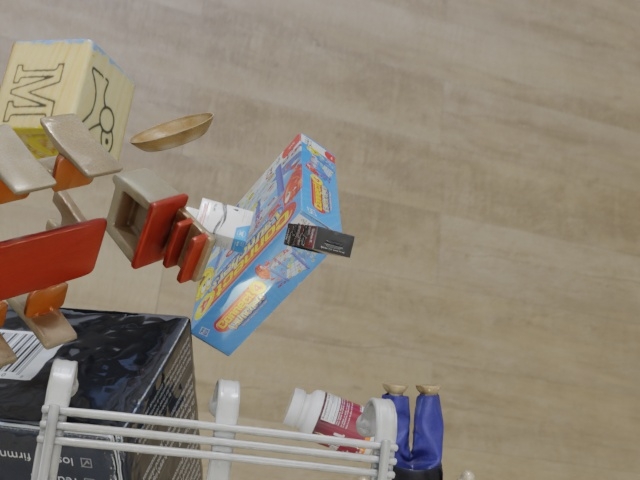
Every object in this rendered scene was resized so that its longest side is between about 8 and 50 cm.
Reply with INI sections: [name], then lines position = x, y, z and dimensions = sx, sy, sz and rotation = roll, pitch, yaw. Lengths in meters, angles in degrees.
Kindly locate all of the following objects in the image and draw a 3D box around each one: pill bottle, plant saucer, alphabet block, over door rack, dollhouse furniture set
[pill bottle]
position = 0.017, 0.302, 1.365
dimensions = 0.152, 0.086, 0.086
rotation = 21, 67, -3
[plant saucer]
position = -0.138, -0.100, 0.766
dimensions = 0.083, 0.083, 0.015
rotation = -25, 111, -24
[alphabet block]
position = -0.516, -0.273, 1.655
dimensions = 0.193, 0.192, 0.197
rotation = 2, 71, 20
[over door rack]
position = -0.082, 0.253, 0.519
dimensions = 0.239, 0.108, 0.324
rotation = 9, 71, -10
[dollhouse furniture set]
position = -0.257, 0.009, 0.878
dimensions = 0.135, 0.262, 0.259
rotation = 44, 39, 23

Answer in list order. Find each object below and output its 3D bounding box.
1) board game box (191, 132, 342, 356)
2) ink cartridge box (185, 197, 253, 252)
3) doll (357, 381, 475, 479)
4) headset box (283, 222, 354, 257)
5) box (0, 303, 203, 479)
[board game box]
position = -0.096, -0.001, 1.446
dimensions = 0.086, 0.308, 0.302
rotation = 35, 24, -20
[ink cartridge box]
position = -0.129, -0.021, 1.005
dimensions = 0.083, 0.028, 0.048
rotation = 15, 54, -6
[doll]
position = 0.103, 0.250, 0.881
dimensions = 0.129, 0.046, 0.189
rotation = 3, 86, -5
[headset box]
position = 0.000, 0.000, 1.084
dimensions = 0.062, 0.083, 0.032
rotation = 14, 87, -34
[box]
position = -0.429, 0.357, 1.137
dimensions = 0.479, 0.297, 0.472
rotation = 4, 113, 8
